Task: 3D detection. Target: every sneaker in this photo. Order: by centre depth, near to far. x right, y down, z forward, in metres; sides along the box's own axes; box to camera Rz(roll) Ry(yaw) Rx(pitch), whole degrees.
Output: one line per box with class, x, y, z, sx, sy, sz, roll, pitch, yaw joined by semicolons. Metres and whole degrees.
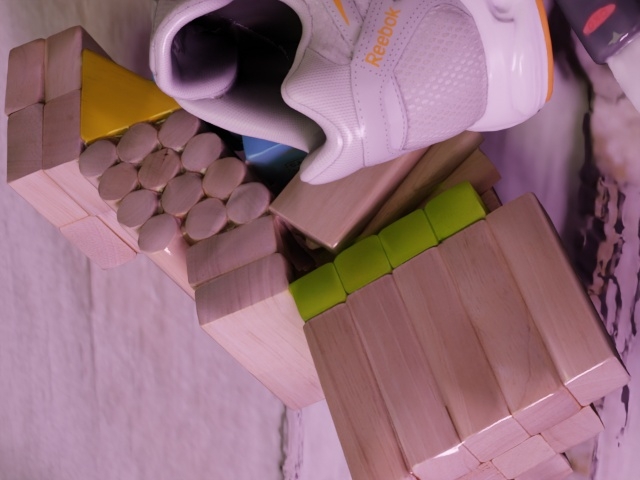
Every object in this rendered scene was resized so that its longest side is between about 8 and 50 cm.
sneaker;-0.035;-0.108;0.663;0.262;0.121;0.099;36;142;42

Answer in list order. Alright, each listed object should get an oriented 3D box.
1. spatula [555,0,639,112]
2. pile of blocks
spatula;0.121;-0.049;0.579;0.084;0.030;0.296;-43;66;36
pile of blocks;0.000;0.000;0.736;0.362;0.149;0.112;37;172;40
